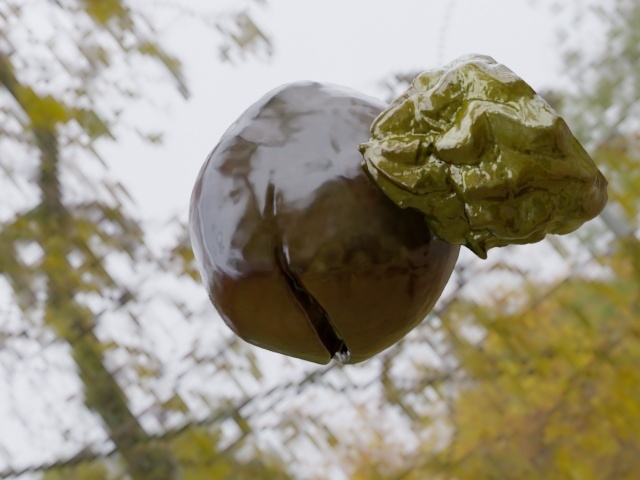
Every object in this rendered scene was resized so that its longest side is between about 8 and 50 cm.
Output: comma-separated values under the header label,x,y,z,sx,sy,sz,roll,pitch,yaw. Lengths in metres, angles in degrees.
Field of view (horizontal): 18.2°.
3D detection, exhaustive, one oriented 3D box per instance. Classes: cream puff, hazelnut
label,x,y,z,sx,sy,sz,roll,pitch,yaw
cream puff,0.103,-0.046,1.283,0.116,0.146,0.146,-41,-13,-3
hazelnut,0.000,0.000,1.400,0.208,0.208,0.208,-37,-13,-10
